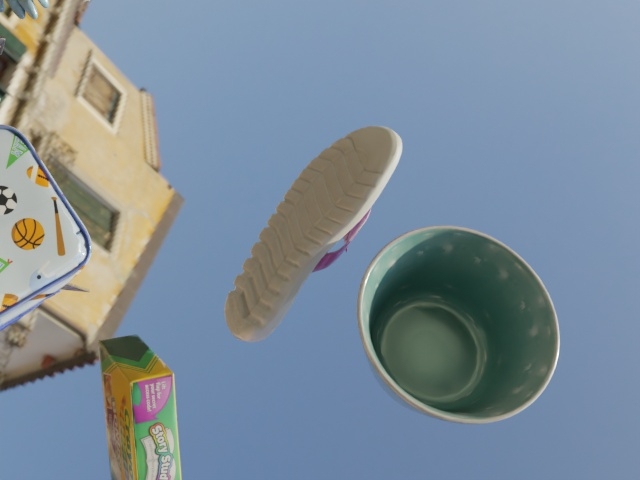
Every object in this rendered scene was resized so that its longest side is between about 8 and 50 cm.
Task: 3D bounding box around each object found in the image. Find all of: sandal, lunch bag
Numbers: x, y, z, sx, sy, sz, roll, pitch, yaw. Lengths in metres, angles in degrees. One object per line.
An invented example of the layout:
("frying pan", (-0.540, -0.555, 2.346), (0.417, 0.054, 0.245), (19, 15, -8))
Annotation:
("sandal", (-0.006, -0.009, 1.309), (0.416, 0.102, 0.169), (-50, -138, 12))
("lunch bag", (-0.447, 0.016, 0.975), (0.303, 0.243, 0.115), (-35, -170, -31))

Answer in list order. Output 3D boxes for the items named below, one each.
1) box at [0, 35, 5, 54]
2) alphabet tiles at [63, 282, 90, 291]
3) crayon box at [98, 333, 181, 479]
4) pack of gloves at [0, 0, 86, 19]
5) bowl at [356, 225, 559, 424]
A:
("box", (-0.543, -0.311, 1.156), (0.162, 0.116, 0.029), (31, -69, 34))
("alphabet tiles", (-0.669, 0.075, 1.845), (0.198, 0.237, 0.009), (-1, -111, 53))
("crayon box", (-0.403, 0.428, 1.805), (0.106, 0.363, 0.313), (-7, -168, -24))
("pack of gloves", (-0.385, -0.428, 1.092), (0.195, 0.232, 0.046), (-22, -175, -4))
("bowl", (0.191, 0.151, 1.257), (0.311, 0.163, 0.312), (5, -118, -9))
